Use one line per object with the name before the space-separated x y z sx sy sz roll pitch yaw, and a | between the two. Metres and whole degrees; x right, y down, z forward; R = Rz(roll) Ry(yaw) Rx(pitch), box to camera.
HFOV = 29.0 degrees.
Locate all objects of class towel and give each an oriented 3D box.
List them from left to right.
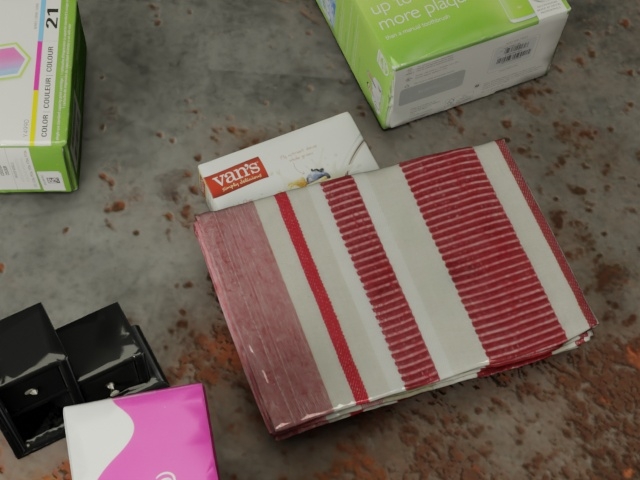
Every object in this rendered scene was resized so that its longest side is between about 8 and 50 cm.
towel | 0.069 0.036 1.173 0.329 0.037 0.237 -15 63 -14

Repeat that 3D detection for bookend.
bookend | -0.225 0.109 1.109 0.157 0.156 0.072 -25 66 -15

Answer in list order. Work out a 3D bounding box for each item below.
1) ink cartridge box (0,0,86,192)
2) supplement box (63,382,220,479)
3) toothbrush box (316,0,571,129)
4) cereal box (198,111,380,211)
ink cartridge box | -0.376 -0.150 1.268 0.255 0.097 0.188 -1 63 -4
supplement box | -0.138 0.211 1.024 0.111 0.220 0.114 -10 64 -7
toothbrush box | 0.108 -0.290 1.347 0.206 0.122 0.283 -19 64 -12
cereal box | 0.000 0.000 1.234 0.173 0.047 0.240 -21 66 -14
